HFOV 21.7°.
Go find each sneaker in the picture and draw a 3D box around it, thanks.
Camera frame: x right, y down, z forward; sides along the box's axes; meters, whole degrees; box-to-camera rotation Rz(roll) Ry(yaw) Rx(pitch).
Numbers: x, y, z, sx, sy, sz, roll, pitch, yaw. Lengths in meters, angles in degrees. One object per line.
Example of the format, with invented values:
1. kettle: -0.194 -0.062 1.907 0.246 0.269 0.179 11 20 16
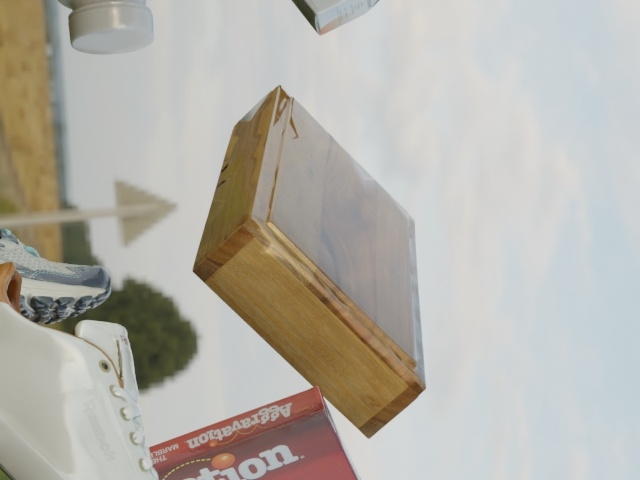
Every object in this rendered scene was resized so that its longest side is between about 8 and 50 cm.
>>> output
1. sneaker: -0.140 0.125 1.065 0.290 0.123 0.106 44 -15 11
2. sneaker: -0.319 0.003 1.457 0.110 0.283 0.122 145 -49 -65

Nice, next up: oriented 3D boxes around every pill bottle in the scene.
1. pill bottle: -0.209 -0.277 1.609 0.108 0.108 0.180 126 -41 -76

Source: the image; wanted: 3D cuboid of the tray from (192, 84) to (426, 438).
1. tray: 0.000 0.000 1.510 0.203 0.076 0.411 44 16 -13

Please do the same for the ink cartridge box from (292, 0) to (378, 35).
1. ink cartridge box: 0.039 -0.347 2.083 0.145 0.179 0.045 55 -16 35

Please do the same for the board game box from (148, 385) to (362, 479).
1. board game box: -0.113 0.205 1.265 0.145 0.281 0.027 67 3 -48
